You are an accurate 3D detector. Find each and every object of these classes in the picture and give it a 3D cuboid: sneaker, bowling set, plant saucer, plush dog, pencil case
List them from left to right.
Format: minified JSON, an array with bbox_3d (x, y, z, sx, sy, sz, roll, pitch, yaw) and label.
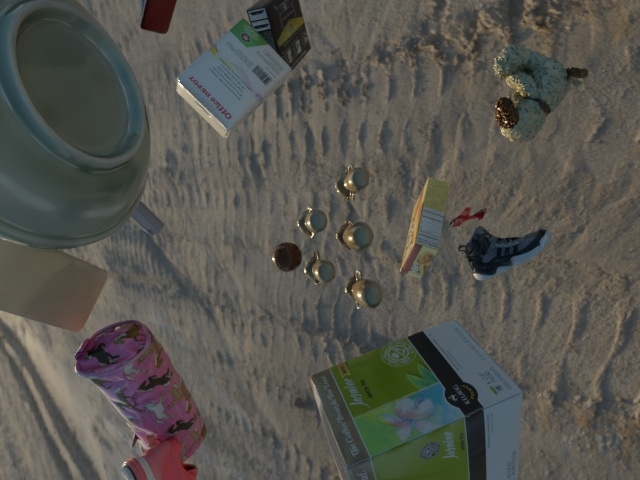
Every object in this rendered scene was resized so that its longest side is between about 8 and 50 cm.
[{"bbox_3d":[-0.345,-0.192,0.605,0.101,0.400,0.400,-11,91,20],"label":"plant saucer"},{"bbox_3d":[-0.393,0.352,1.028,0.160,0.167,0.386,30,142,42],"label":"pencil case"},{"bbox_3d":[-0.320,0.579,1.018,0.116,0.136,0.313,12,122,42],"label":"sneaker"},{"bbox_3d":[0.000,0.000,0.880,0.154,0.200,0.286,-177,84,-78],"label":"bowling set"},{"bbox_3d":[0.566,0.008,1.427,0.269,0.101,0.153,-36,93,31],"label":"sneaker"},{"bbox_3d":[0.582,-0.377,1.255,0.211,0.262,0.225,34,101,44],"label":"plush dog"}]

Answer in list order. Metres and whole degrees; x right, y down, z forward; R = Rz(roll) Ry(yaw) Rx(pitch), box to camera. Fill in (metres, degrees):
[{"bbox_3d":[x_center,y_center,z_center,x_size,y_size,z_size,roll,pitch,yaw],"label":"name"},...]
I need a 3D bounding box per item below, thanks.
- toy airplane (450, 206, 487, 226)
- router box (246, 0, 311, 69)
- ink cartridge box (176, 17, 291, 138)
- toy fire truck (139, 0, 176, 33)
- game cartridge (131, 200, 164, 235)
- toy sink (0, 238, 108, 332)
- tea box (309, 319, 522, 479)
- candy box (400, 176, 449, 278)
[{"bbox_3d":[0.537,-0.086,1.647,0.151,0.151,0.028,-16,110,50],"label":"toy airplane"},{"bbox_3d":[-0.143,-0.772,1.680,0.081,0.308,0.242,-1,129,22],"label":"router box"},{"bbox_3d":[-0.257,-0.475,1.353,0.201,0.278,0.117,44,165,-12],"label":"ink cartridge box"},{"bbox_3d":[-0.178,-0.451,0.573,0.302,0.169,0.253,-31,60,54],"label":"toy fire truck"},{"bbox_3d":[-0.554,-0.112,1.284,0.196,0.060,0.294,47,164,-30],"label":"game cartridge"},{"bbox_3d":[-0.617,0.084,0.980,0.131,0.234,0.152,7,70,38],"label":"toy sink"},{"bbox_3d":[0.186,0.386,0.891,0.220,0.324,0.329,-126,20,-57],"label":"tea box"},{"bbox_3d":[0.370,-0.048,1.613,0.088,0.316,0.183,17,144,4],"label":"candy box"}]
